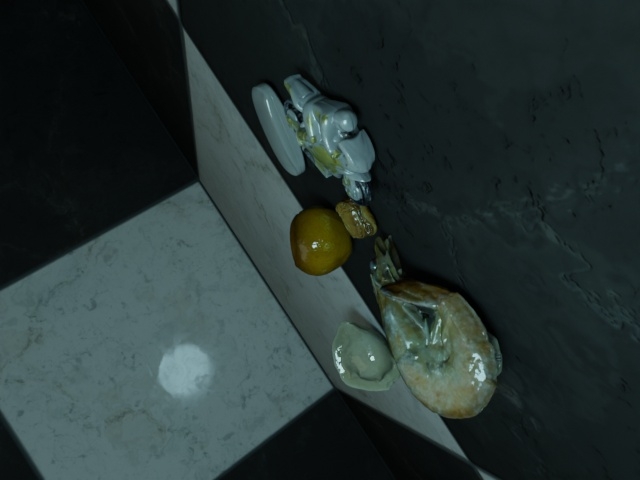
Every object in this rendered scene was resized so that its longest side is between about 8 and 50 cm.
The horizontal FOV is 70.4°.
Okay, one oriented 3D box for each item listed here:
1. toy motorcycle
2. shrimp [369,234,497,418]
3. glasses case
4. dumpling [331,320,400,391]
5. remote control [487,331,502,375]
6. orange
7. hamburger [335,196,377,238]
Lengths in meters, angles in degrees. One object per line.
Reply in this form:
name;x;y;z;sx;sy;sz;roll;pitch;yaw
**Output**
toy motorcycle;0.015;-0.160;0.694;0.228;0.074;0.151;54;161;15
shrimp;0.164;0.116;0.709;0.168;0.077;0.317;-39;62;36
glasses case;-0.082;-0.218;0.905;0.074;0.049;0.193;32;150;56
dumpling;0.107;0.302;1.157;0.181;0.155;0.111;35;178;33
remote control;0.200;0.143;0.766;0.230;0.049;0.090;34;150;51
orange;0.000;0.000;0.960;0.156;0.134;0.156;-173;90;-87
hamburger;0.066;-0.041;0.818;0.083;0.044;0.076;63;165;-12
